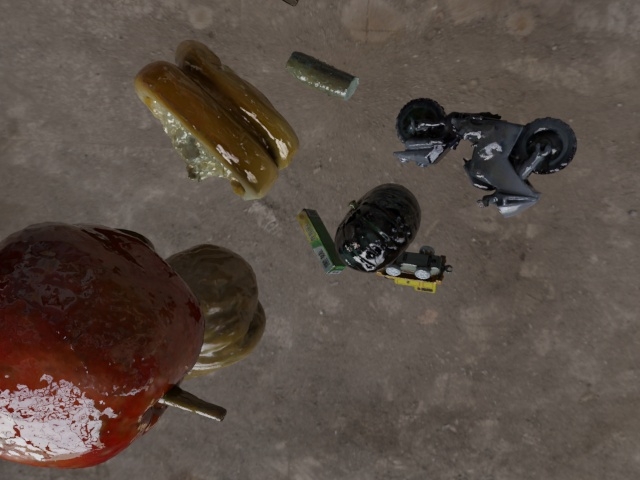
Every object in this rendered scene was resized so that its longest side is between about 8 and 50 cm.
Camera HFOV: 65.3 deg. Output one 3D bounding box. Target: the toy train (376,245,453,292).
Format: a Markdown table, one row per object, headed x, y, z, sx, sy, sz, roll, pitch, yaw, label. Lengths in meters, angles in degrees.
| x | y | z | sx | sy | sz | roll | pitch | yaw | label |
| --- | --- | --- | --- | --- | --- | --- | --- | --- | --- |
| 0.248 | 0.079 | 1.361 | 0.220 | 0.089 | 0.127 | 7 | 143 | 16 | toy train |

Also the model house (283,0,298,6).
| x | y | z | sx | sy | sz | roll | pitch | yaw | label |
| --- | --- | --- | --- | --- | --- | --- | --- | --- | --- |
| -0.094 | -0.839 | 1.543 | 0.203 | 0.141 | 0.164 | 42 | 96 | 30 | model house |

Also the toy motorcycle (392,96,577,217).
| x | y | z | sx | sy | sz | roll | pitch | yaw | label |
| --- | --- | --- | --- | --- | --- | --- | --- | --- | --- |
| 0.238 | -0.127 | 0.770 | 0.271 | 0.106 | 0.159 | 16 | 107 | 26 | toy motorcycle |

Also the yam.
| x | y | z | sx | sy | sz | roll | pitch | yaw | label |
| --- | --- | --- | --- | --- | --- | --- | --- | --- | --- |
| 0.004 | -0.601 | 1.830 | 0.259 | 0.106 | 0.106 | 26 | 106 | 9 | yam |

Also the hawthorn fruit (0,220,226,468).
| x | y | z | sx | sy | sz | roll | pitch | yaw | label |
| --- | --- | --- | --- | --- | --- | --- | --- | --- | --- |
| -0.259 | 0.131 | 0.586 | 0.330 | 0.287 | 0.287 | 29 | 105 | -3 | hawthorn fruit |

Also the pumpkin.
| x | y | z | sx | sy | sz | roll | pitch | yaw | label |
| --- | --- | --- | --- | --- | --- | --- | --- | --- | --- |
| 0.109 | -0.028 | 0.994 | 0.140 | 0.202 | 0.202 | 39 | 104 | -8 | pumpkin |

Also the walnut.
| x | y | z | sx | sy | sz | roll | pitch | yaw | label |
| --- | --- | --- | --- | --- | --- | --- | --- | --- | --- |
| -0.257 | 0.153 | 1.056 | 0.285 | 0.285 | 0.296 | 11 | 123 | -1 | walnut |

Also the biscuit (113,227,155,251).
| x | y | z | sx | sy | sz | roll | pitch | yaw | label |
| --- | --- | --- | --- | --- | --- | --- | --- | --- | --- |
| -0.474 | 0.111 | 1.220 | 0.283 | 0.064 | 0.432 | -5 | 140 | -16 | biscuit |

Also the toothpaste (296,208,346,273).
| x | y | z | sx | sy | sz | roll | pitch | yaw | label |
| --- | --- | --- | --- | --- | --- | --- | --- | --- | --- |
| 0.000 | 0.000 | 1.199 | 0.037 | 0.043 | 0.178 | -46 | 57 | 30 | toothpaste |

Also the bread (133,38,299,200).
| x | y | z | sx | sy | sz | roll | pitch | yaw | label |
| --- | --- | --- | --- | --- | --- | --- | --- | --- | --- |
| -0.257 | -0.292 | 1.252 | 0.424 | 0.329 | 0.245 | 41 | 63 | 8 | bread |
